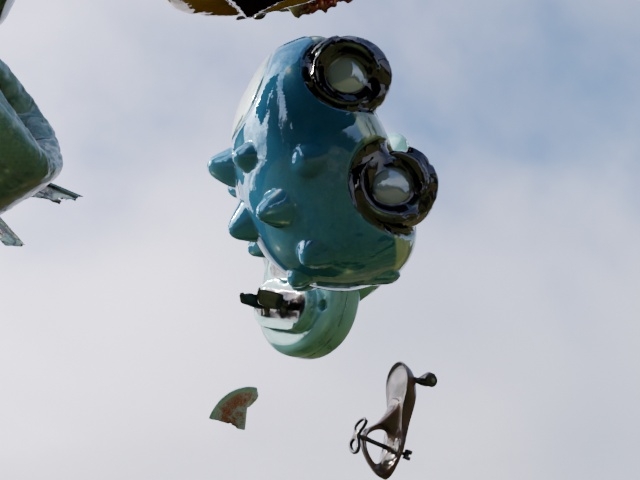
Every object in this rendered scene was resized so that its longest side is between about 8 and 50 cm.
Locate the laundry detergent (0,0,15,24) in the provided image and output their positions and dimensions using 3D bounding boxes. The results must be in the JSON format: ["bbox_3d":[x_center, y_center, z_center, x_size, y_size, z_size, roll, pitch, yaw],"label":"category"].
[{"bbox_3d":[-0.276,-0.302,1.293,0.063,0.137,0.211,27,-71,-16],"label":"laundry detergent"}]

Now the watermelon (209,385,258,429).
[{"bbox_3d":[-0.120,0.256,2.125,0.085,0.061,0.085,-22,-20,-8],"label":"watermelon"}]

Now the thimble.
[{"bbox_3d":[-0.396,-0.120,1.601,0.143,0.198,0.235,-33,-14,3],"label":"thimble"}]

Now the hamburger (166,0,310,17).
[{"bbox_3d":[-0.031,-0.307,1.143,0.300,0.176,0.300,-23,-8,-3],"label":"hamburger"}]

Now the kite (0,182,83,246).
[{"bbox_3d":[-0.524,-0.084,2.009,0.406,0.368,0.014,3,-61,-44],"label":"kite"}]

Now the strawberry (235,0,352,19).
[{"bbox_3d":[0.001,-0.328,1.600,0.167,0.208,0.087,9,-51,41],"label":"strawberry"}]

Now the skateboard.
[{"bbox_3d":[0.087,0.227,1.796,0.080,0.151,0.067,25,-21,-23],"label":"skateboard"}]

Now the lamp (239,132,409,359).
[{"bbox_3d":[0.009,0.005,1.693,0.147,0.284,0.209,40,-24,-32],"label":"lamp"}]

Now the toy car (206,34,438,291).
[{"bbox_3d":[-0.009,-0.065,1.354,0.190,0.255,0.188,-17,-11,-13],"label":"toy car"}]
